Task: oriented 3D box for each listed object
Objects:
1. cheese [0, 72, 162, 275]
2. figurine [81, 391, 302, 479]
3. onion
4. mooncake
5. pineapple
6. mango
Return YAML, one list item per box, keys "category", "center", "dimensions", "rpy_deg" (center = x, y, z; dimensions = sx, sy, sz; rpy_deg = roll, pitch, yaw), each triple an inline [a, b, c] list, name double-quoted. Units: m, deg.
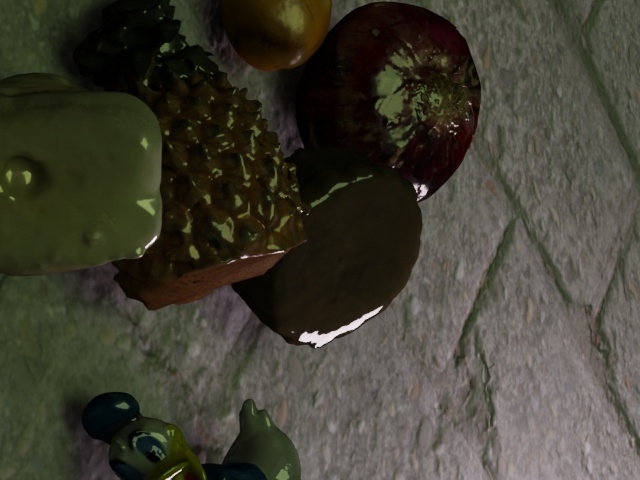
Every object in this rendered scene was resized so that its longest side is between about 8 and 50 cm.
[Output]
- category: "cheese"
  center: [-0.295, -0.066, 1.746]
  dimensions: [0.248, 0.251, 0.173]
  rpy_deg: [-5, 109, -21]
- category: "figurine"
  center: [-0.137, 0.281, 1.960]
  dimensions: [0.338, 0.205, 0.283]
  rpy_deg: [44, 48, -27]
- category: "onion"
  center: [0.080, -0.162, 2.258]
  dimensions: [0.246, 0.190, 0.246]
  rpy_deg: [-1, 91, -37]
- category: "mooncake"
  center: [0.000, 0.000, 2.123]
  dimensions: [0.228, 0.124, 0.228]
  rpy_deg: [-20, 127, -29]
- category: "pineapple"
  center: [-0.153, -0.123, 1.919]
  dimensions: [0.223, 0.223, 0.357]
  rpy_deg: [-5, 74, -56]
- category: "mango"
  center: [-0.047, -0.295, 2.142]
  dimensions: [0.145, 0.112, 0.219]
  rpy_deg: [31, 59, -48]
